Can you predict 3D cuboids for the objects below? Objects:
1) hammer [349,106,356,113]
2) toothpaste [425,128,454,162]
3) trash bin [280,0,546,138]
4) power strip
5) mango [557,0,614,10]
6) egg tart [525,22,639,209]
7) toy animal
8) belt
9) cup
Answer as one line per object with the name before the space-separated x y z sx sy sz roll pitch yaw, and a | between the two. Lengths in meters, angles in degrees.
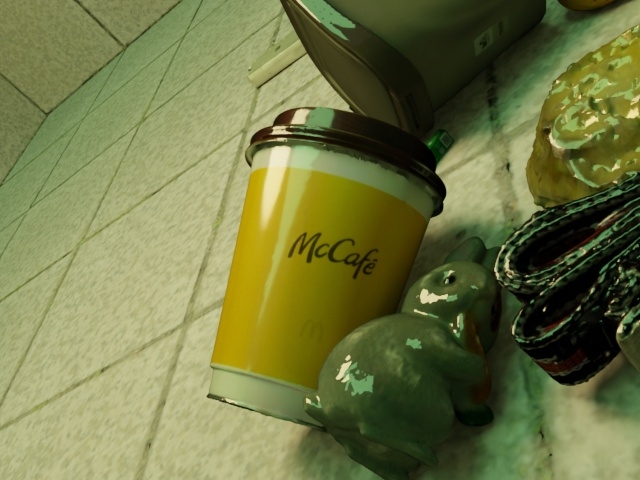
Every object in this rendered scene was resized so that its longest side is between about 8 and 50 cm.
hammer | 0.072 -0.286 1.261 0.168 0.044 0.440 -42 26 3
toothpaste | 0.122 -0.093 0.942 0.083 0.020 0.017 -51 25 -11
trash bin | 0.118 -0.276 0.970 0.250 0.220 0.219 -37 67 0
power strip | -0.069 -0.372 1.588 0.192 0.035 0.081 -31 31 28
mango | 0.315 -0.300 0.917 0.114 0.057 0.079 -1 58 59
egg tart | 0.274 -0.106 0.673 0.252 0.098 0.232 -15 43 40
toy animal | 0.090 0.073 0.647 0.236 0.138 0.108 -62 -3 -22
belt | 0.280 -0.036 0.532 0.359 0.094 0.126 -38 45 12
cup | -0.002 0.027 0.741 0.196 0.196 0.280 -2 67 54
